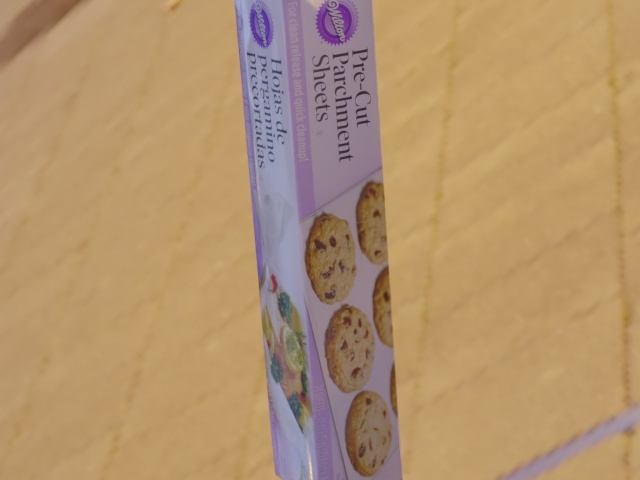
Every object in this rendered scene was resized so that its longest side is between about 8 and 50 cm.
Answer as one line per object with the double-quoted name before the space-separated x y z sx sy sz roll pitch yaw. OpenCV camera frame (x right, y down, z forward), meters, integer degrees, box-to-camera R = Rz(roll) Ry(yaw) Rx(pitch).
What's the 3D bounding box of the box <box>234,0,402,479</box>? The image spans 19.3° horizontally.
"box" 0.000 0.000 1.155 0.067 0.324 0.063 -12 17 -28
